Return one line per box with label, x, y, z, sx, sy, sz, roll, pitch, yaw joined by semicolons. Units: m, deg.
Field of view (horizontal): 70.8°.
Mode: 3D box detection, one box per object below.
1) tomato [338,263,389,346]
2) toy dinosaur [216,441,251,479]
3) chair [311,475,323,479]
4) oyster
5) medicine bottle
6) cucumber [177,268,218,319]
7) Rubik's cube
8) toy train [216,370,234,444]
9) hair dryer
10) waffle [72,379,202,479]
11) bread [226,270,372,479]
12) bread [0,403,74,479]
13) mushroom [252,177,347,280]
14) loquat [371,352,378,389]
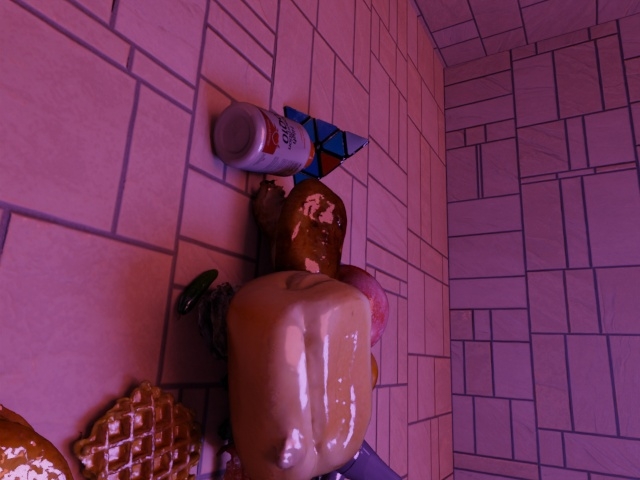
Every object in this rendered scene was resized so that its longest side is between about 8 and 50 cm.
tomato;0.077;0.212;1.323;0.227;0.270;0.271;37;52;-30
toy dinosaur;-0.150;0.577;0.955;0.113;0.206;0.328;-150;-108;-76
chair;-0.023;0.686;1.281;0.213;0.101;0.084;107;0;-58
oyster;-0.168;0.193;1.041;0.267;0.112;0.199;18;59;-58
medicine bottle;-0.128;-0.250;1.169;0.288;0.156;0.157;-3;87;-60
cucumber;-0.270;0.108;0.982;0.168;0.039;0.039;-58;133;-50
Rubik's cube;0.000;-0.257;1.478;0.234;0.284;0.250;-25;134;-80
toy train;-0.172;0.386;1.059;0.132;0.083;0.201;23;66;-60
hair dryer;0.041;0.674;1.136;0.301;0.121;0.361;42;61;-17
waffle;-0.325;0.418;0.811;0.281;0.058;0.301;44;49;-48
bread;-0.046;0.252;0.926;0.347;0.252;0.377;-12;103;-47
bread;-0.455;0.285;0.470;0.340;0.194;0.179;-32;119;-54
mushroom;-0.067;0.008;1.200;0.345;0.259;0.346;10;90;-86
loquat;0.095;0.428;1.429;0.187;0.176;0.234;38;48;-30
